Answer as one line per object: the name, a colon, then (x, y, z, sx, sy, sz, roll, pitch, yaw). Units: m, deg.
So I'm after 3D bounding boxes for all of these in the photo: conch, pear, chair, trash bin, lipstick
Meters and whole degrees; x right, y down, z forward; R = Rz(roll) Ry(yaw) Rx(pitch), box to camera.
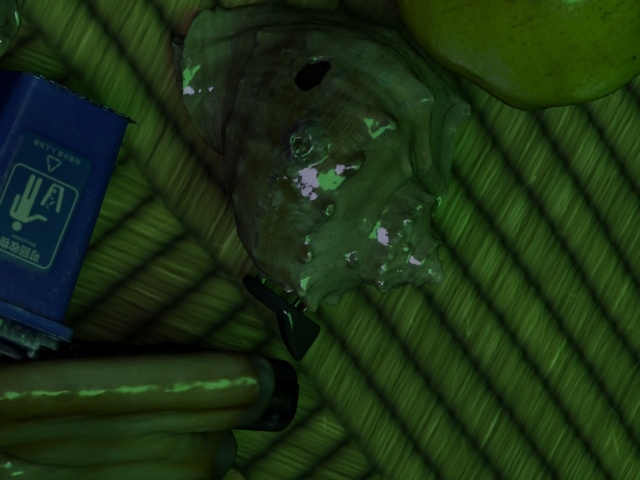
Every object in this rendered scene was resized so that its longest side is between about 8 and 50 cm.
conch: (0.013, -0.097, 1.677, 0.263, 0.186, 0.324, -42, 96, -23)
pear: (0.204, -0.267, 1.698, 0.294, 0.294, 0.294, -8, 111, -21)
chair: (0.001, 0.001, 1.807, 0.095, 0.104, 0.221, 32, 89, -3)
trash bin: (-0.279, -0.027, 1.641, 0.162, 0.184, 0.234, 25, 84, -31)
lipstick: (-0.163, 0.135, 1.783, 0.299, 0.081, 0.081, 9, 104, -26)

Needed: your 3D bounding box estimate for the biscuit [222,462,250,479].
biscuit: (-0.235, 0.308, 1.829, 0.376, 0.051, 0.269, -6, 108, -22)

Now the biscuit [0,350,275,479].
biscuit: (-0.200, 0.172, 1.677, 0.290, 0.062, 0.237, -4, 148, -21)

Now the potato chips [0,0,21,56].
potato chips: (-0.407, -0.277, 1.379, 0.097, 0.373, 0.389, -49, 122, -39)
